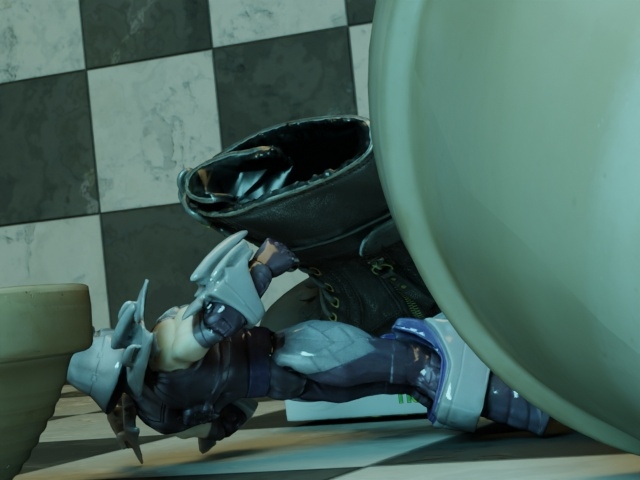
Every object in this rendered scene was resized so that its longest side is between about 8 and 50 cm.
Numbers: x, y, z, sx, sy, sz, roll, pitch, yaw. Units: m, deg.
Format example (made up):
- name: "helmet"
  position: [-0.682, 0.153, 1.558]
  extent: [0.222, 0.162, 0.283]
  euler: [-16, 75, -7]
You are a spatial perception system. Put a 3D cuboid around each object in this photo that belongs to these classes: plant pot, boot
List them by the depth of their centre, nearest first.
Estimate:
- name: "plant pot"
  position: [0.185, -0.037, 0.608]
  extent: [0.323, 0.323, 0.280]
  euler: [-6, 15, -1]
- name: "plant pot"
  position: [-0.217, 0.083, 0.778]
  extent: [0.237, 0.110, 0.237]
  euler: [-5, -2, 0]
- name: "boot"
  position: [0.000, 0.000, 1.062]
  extent: [0.263, 0.091, 0.229]
  euler: [-23, -33, 36]

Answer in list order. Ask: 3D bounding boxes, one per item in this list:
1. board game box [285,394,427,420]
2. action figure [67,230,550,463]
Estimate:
- name: "board game box"
  position: [0.121, 0.089, 1.297]
  extent: [0.193, 0.053, 0.305]
  euler: [-6, -1, 24]
- name: "action figure"
  position: [-0.015, 0.067, 0.995]
  extent: [0.285, 0.099, 0.185]
  euler: [3, -20, -6]
